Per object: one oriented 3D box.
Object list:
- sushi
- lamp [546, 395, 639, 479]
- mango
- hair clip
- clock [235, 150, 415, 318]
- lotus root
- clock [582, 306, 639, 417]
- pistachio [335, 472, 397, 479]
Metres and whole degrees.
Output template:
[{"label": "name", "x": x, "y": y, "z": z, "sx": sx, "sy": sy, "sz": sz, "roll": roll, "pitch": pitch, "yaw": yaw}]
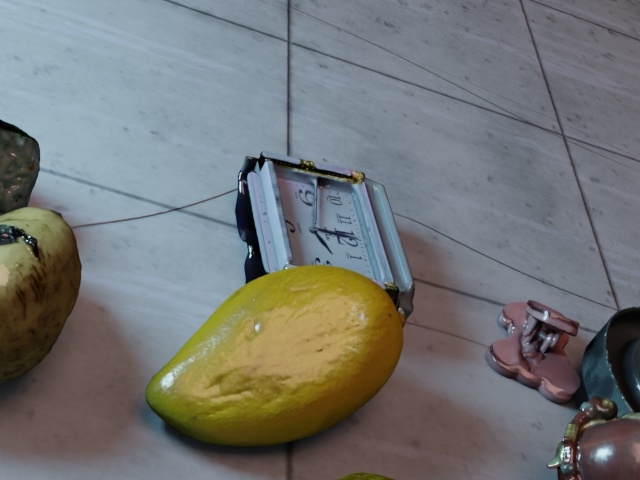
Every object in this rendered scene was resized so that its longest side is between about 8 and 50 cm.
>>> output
[{"label": "sushi", "x": -0.409, "y": -0.088, "z": 1.211, "sx": 0.127, "sy": 0.124, "sz": 0.225, "roll": 27, "pitch": 16, "yaw": 31}, {"label": "lamp", "x": 0.347, "y": 0.284, "z": 1.264, "sx": 0.215, "sy": 0.151, "sz": 0.223, "roll": 7, "pitch": 80, "yaw": -23}, {"label": "mango", "x": -0.037, "y": 0.121, "z": 1.220, "sx": 0.317, "sy": 0.119, "sz": 0.176, "roll": -24, "pitch": 76, "yaw": -32}, {"label": "hair clip", "x": 0.274, "y": 0.133, "z": 1.483, "sx": 0.123, "sy": 0.102, "sz": 0.138, "roll": 25, "pitch": 3, "yaw": -6}, {"label": "clock", "x": 0.000, "y": 0.000, "z": 1.424, "sx": 0.186, "sy": 0.083, "sz": 0.253, "roll": 12, "pitch": 39, "yaw": -21}, {"label": "lotus root", "x": -0.304, "y": 0.048, "z": 1.113, "sx": 0.140, "sy": 0.154, "sz": 0.257, "roll": 22, "pitch": 32, "yaw": 3}, {"label": "clock", "x": 0.446, "y": 0.206, "z": 1.445, "sx": 0.281, "sy": 0.055, "sz": 0.280, "roll": 23, "pitch": 38, "yaw": -20}, {"label": "pistachio", "x": 0.040, "y": 0.267, "z": 1.151, "sx": 0.173, "sy": 0.049, "sz": 0.089, "roll": 4, "pitch": 41, "yaw": -29}]
